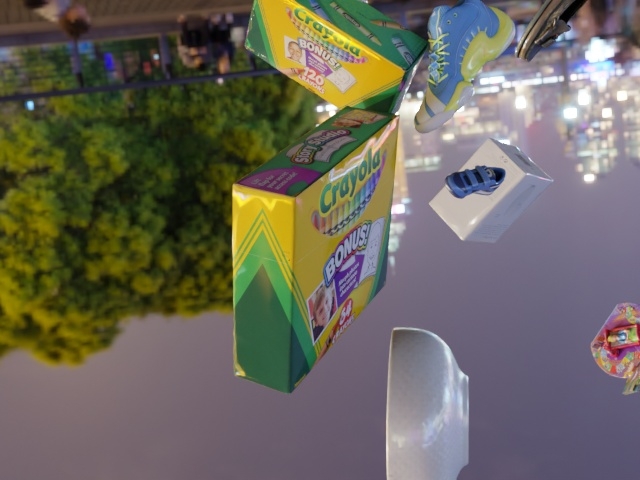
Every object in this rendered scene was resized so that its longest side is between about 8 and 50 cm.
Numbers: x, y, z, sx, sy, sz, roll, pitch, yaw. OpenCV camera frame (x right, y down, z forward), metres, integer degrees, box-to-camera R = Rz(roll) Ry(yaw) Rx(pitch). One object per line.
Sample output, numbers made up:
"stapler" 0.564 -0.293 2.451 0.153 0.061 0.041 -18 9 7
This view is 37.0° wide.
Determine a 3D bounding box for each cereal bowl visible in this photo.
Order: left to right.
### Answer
"cereal bowl" 0.200 0.328 1.750 0.141 0.338 0.339 0 -171 9

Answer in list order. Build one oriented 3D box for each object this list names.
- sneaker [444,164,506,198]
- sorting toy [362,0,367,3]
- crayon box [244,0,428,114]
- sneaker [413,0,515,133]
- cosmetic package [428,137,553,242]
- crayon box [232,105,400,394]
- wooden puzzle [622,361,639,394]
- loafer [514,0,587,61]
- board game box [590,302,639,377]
"sneaker" 0.292 -0.115 1.802 0.144 0.053 0.059 -11 161 -41
"sorting toy" -0.041 -0.485 1.873 0.193 0.038 0.208 -6 160 38
"crayon box" 0.021 -0.315 1.545 0.081 0.278 0.165 -52 172 -31
"sneaker" 0.191 -0.281 1.471 0.240 0.126 0.091 -52 -167 -18
"cosmetic package" 0.422 -0.119 2.367 0.224 0.138 0.224 -50 156 18
"crayon box" 0.000 0.000 1.447 0.106 0.313 0.363 15 -149 21
"wooden puzzle" 0.434 0.187 1.312 0.006 0.049 0.083 29 165 5
"loafer" 0.528 -0.497 2.089 0.084 0.267 0.096 39 -156 16
"board game box" 0.667 0.219 2.118 0.033 0.168 0.133 16 -160 -41
